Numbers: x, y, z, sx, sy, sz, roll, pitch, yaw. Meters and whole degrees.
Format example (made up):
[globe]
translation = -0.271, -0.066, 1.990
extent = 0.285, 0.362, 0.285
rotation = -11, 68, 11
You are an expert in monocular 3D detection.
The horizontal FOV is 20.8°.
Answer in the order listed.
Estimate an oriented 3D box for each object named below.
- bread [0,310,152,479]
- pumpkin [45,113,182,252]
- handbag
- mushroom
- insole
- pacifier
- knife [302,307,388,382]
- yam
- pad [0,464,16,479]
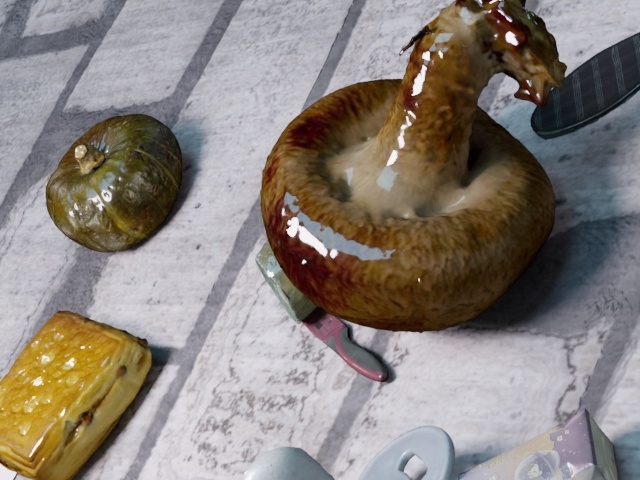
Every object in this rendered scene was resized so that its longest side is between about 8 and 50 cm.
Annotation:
[bread]
translation = -0.341, 0.212, 2.322
extent = 0.210, 0.099, 0.235
rotation = 14, 61, 50
[pumpkin]
translation = -0.308, -0.086, 2.529
extent = 0.219, 0.162, 0.219
rotation = -24, 41, 23
[handbag]
translation = 0.206, 0.248, 1.694
extent = 0.173, 0.095, 0.117
rotation = -30, 17, 17
[mushroom]
translation = 0.109, -0.072, 1.926
extent = 0.334, 0.356, 0.331
rotation = -24, 69, -20
[insole]
translation = 0.376, -0.213, 2.039
extent = 0.309, 0.012, 0.110
rotation = -29, 36, 25
[pacifier]
translation = 0.012, 0.280, 1.750
extent = 0.279, 0.207, 0.227
rotation = -52, 13, -1
[knife]
translation = 0.021, 0.115, 2.089
extent = 0.035, 0.018, 0.247
rotation = -51, 33, -1
[yam]
translation = 0.000, 0.000, 2.147
extent = 0.194, 0.107, 0.107
rotation = -50, 34, -8
[pad]
translation = -0.472, 0.283, 2.470
extent = 0.232, 0.004, 0.156
rotation = 3, 58, 49
